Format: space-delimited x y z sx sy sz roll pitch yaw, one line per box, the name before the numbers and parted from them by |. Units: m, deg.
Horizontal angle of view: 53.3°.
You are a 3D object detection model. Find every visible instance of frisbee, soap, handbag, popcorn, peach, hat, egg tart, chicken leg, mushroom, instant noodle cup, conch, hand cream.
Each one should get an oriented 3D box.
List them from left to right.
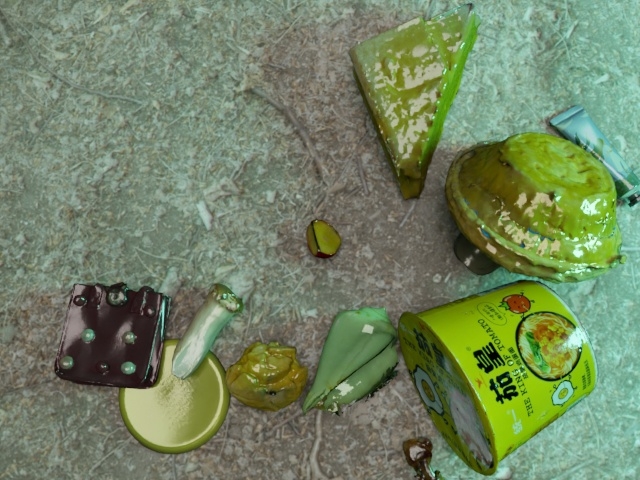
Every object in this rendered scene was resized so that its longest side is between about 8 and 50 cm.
handbag | -0.427 0.193 1.314 0.203 0.074 0.216 6 75 5
frisbee | -0.305 0.322 1.324 0.236 0.017 0.236 0 78 1
mushroom | -0.238 0.189 1.314 0.084 0.071 0.209 33 74 -3
popcorn | -0.104 0.272 1.272 0.167 0.152 0.148 17 116 -19
peach | 0.000 0.000 1.362 0.083 0.050 0.077 39 59 -1
conch | 0.074 0.248 1.280 0.137 0.143 0.250 16 93 46
soap | 0.257 -0.297 1.358 0.304 0.169 0.338 -22 79 7
chicken leg | 0.239 0.504 1.248 0.107 0.087 0.251 -21 71 -24
hat | 0.368 -0.010 1.355 0.175 0.085 0.147 -43 77 17
instant noodle cup | 0.331 0.231 1.192 0.254 0.325 0.325 -24 79 -13
egg tart | 0.435 -0.087 1.245 0.388 0.169 0.387 10 45 -10
hand cream | 0.608 -0.183 1.389 0.088 0.055 0.256 -31 73 -9
